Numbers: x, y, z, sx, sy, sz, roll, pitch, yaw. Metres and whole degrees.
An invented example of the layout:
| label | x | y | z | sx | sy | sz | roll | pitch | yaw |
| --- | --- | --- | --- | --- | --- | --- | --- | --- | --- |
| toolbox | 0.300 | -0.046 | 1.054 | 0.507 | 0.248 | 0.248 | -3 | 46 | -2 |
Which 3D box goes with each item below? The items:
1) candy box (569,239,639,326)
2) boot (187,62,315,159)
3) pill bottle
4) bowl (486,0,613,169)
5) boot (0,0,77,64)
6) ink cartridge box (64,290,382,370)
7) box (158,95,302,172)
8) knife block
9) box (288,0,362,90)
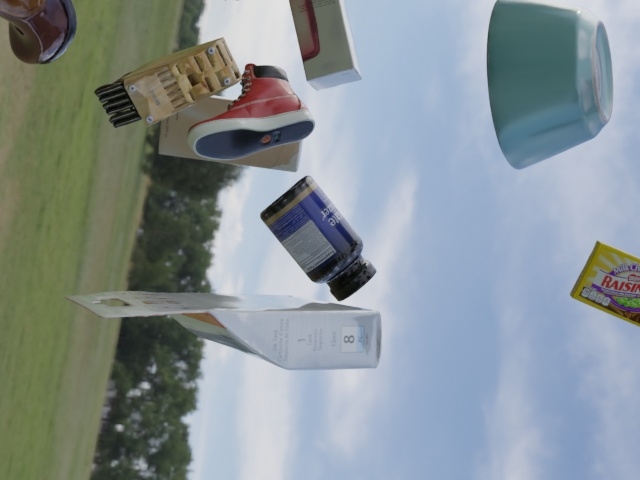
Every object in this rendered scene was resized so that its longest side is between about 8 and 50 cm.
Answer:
| label | x | y | z | sx | sy | sz | roll | pitch | yaw |
| --- | --- | --- | --- | --- | --- | --- | --- | --- | --- |
| candy box | 0.526 | 0.086 | 1.335 | 0.027 | 0.205 | 0.105 | -55 | 168 | -79 |
| boot | -0.153 | -0.249 | 1.519 | 0.176 | 0.244 | 0.088 | 61 | -29 | 25 |
| pill bottle | 0.000 | 0.000 | 1.499 | 0.123 | 0.219 | 0.123 | -39 | -175 | 4 |
| bowl | 0.414 | -0.285 | 1.431 | 0.311 | 0.163 | 0.312 | 9 | 80 | -61 |
| boot | -0.388 | -0.242 | 0.845 | 0.096 | 0.280 | 0.264 | 57 | -35 | 4 |
| ink cartridge box | -0.152 | 0.129 | 1.180 | 0.308 | 0.384 | 0.091 | 3 | -89 | 64 |
| box | -0.193 | -0.246 | 1.829 | 0.121 | 0.311 | 0.148 | -87 | -177 | -79 |
| knife block | -0.304 | -0.310 | 1.596 | 0.088 | 0.275 | 0.242 | 64 | -2 | -24 |
| box | 0.012 | -0.509 | 2.037 | 0.148 | 0.126 | 0.232 | 0 | 78 | -80 |
